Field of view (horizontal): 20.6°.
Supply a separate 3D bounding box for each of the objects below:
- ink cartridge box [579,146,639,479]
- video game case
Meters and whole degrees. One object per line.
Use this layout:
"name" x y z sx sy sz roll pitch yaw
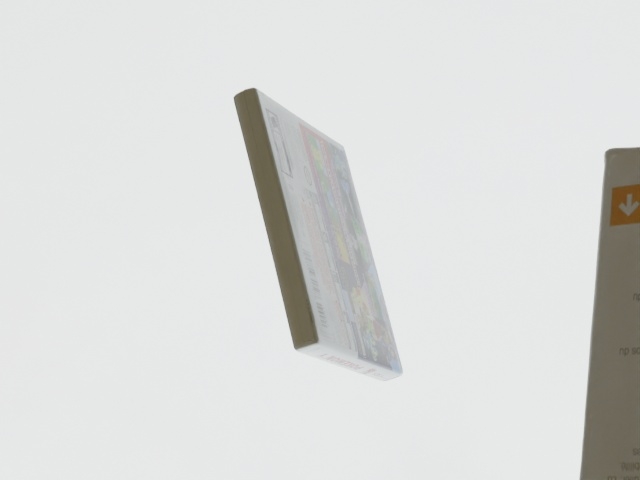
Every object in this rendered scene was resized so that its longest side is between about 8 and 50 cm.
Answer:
"ink cartridge box" 0.241 0.102 0.653 0.304 0.072 0.307 -4 -107 33
"video game case" 0.000 0.000 1.334 0.023 0.183 0.201 -20 -108 18
